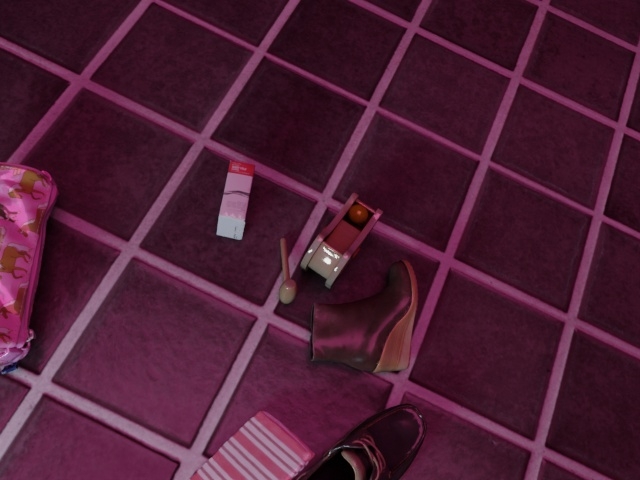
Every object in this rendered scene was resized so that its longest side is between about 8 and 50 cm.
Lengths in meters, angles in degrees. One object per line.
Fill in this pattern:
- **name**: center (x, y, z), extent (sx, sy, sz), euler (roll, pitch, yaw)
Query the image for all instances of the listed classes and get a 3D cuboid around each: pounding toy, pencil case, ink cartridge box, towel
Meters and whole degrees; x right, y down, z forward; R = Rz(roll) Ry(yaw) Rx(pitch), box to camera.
- **pounding toy**: center (0.000, 0.000, 1.363), extent (0.155, 0.154, 0.269), euler (34, 62, 5)
- **pencil case**: center (-0.591, 0.041, 1.214), extent (0.167, 0.160, 0.386), euler (19, 57, -36)
- **ink cartridge box**: center (-0.179, -0.084, 1.394), extent (0.056, 0.099, 0.135), euler (11, 63, -7)
- **towel**: center (-0.124, 0.411, 1.179), extent (0.197, 0.029, 0.144), euler (-41, 50, -23)

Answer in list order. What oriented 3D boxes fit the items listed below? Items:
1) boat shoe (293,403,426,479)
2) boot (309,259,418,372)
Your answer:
- **boat shoe**: center (0.066, 0.420, 1.190), extent (0.355, 0.130, 0.132), euler (-35, 76, -24)
- **boot**: center (0.088, 0.141, 1.350), extent (0.207, 0.090, 0.248), euler (10, 67, -10)
